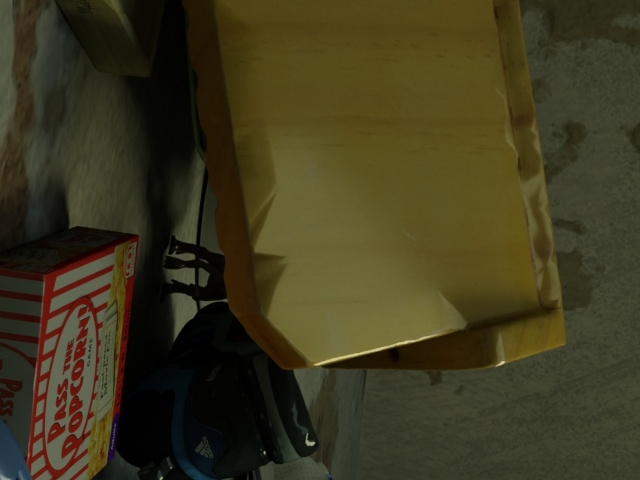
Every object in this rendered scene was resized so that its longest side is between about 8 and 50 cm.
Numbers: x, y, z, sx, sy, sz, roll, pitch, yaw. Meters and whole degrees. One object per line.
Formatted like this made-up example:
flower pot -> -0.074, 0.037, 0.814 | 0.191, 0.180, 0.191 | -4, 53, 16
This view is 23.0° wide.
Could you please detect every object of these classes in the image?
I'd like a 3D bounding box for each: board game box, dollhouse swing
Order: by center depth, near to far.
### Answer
board game box -> -0.155, 0.075, 0.897 | 0.193, 0.045, 0.147 | -41, 139, -79
dollhouse swing -> -0.012, -0.070, 1.138 | 0.315, 0.305, 0.347 | -7, -88, 58

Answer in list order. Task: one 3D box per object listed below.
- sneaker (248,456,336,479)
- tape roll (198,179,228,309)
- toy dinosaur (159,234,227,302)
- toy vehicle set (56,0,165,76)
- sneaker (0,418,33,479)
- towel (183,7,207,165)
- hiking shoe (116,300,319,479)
sneaker -> 0.027, 0.339, 1.789 | 0.127, 0.182, 0.315 | 93, -18, -44
tape roll -> -0.009, -0.021, 1.492 | 0.246, 0.169, 0.246 | 7, 90, -84
toy dinosaur -> -0.080, 0.030, 1.267 | 0.183, 0.092, 0.053 | -96, -164, -79
toy vehicle set -> -0.121, -0.217, 0.885 | 0.267, 0.035, 0.166 | 74, 25, -74
sneaker -> -0.174, 0.174, 0.706 | 0.090, 0.081, 0.232 | -85, 180, -53
towel -> -0.051, -0.113, 1.219 | 0.325, 0.038, 0.248 | 64, 19, -67
hiking shoe -> -0.102, 0.118, 1.205 | 0.304, 0.132, 0.113 | 178, -106, -77
